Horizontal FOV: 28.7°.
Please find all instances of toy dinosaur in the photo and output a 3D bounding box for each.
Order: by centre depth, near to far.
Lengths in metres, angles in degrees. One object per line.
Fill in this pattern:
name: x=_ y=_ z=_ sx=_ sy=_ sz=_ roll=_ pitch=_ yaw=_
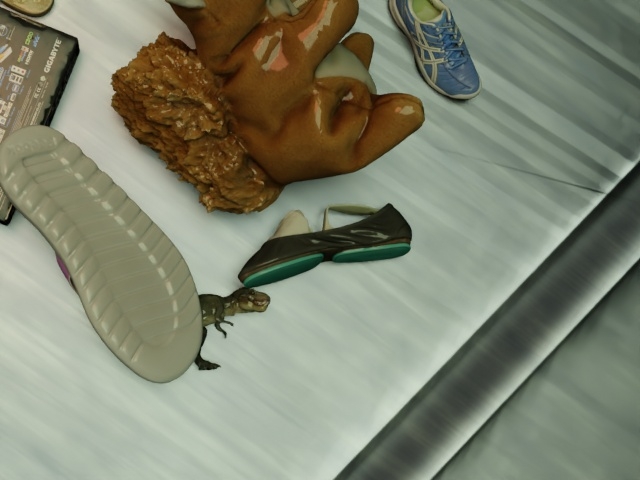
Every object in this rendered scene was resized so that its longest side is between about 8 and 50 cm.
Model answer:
toy dinosaur: x=-0.205 y=0.133 z=1.840 sx=0.268 sy=0.064 sz=0.118 roll=-4 pitch=80 yaw=-5

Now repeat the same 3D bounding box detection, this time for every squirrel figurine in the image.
squirrel figurine: x=-0.122 y=-0.243 z=1.742 sx=0.397 sy=0.281 sz=0.370 roll=-36 pitch=126 yaw=15

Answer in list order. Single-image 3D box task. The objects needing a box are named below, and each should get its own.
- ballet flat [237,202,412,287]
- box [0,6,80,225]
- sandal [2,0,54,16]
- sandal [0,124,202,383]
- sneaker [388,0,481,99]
ballet flat: x=0.000 y=0.000 z=1.872 sx=0.280 sy=0.095 sz=0.096 roll=-11 pitch=72 yaw=-21
box: x=-0.537 y=-0.209 z=1.807 sx=0.293 sy=0.073 sz=0.296 roll=20 pitch=82 yaw=-6
sandal: x=-0.505 y=-0.401 z=1.825 sx=0.240 sy=0.079 sz=0.088 roll=21 pitch=82 yaw=-7
sandal: x=-0.311 y=0.017 z=1.793 sx=0.169 sy=0.102 sz=0.416 roll=-34 pitch=93 yaw=-29
sneaker: x=0.179 y=-0.308 z=1.928 sx=0.080 sy=0.081 sz=0.211 roll=-37 pitch=93 yaw=-12
